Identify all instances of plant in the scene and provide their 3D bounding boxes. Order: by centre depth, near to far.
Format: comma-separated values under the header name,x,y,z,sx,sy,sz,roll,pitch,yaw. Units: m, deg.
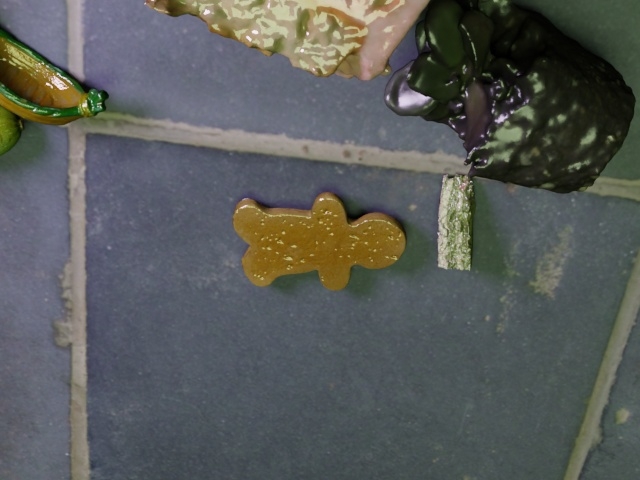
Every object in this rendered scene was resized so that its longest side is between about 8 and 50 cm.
name,x,y,z,sx,sy,sz,roll,pitch,yaw
plant,0.222,-0.178,1.336,0.276,0.188,0.199,25,121,-13

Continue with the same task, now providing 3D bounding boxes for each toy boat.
name,x,y,z,sx,sy,sz,roll,pitch,yaw
toy boat,-0.376,-0.215,1.403,0.229,0.089,0.088,32,134,-13

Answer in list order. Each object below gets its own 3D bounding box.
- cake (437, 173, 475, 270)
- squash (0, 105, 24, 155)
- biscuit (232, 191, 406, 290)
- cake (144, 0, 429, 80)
name,x,y,z,sx,sy,sz,roll,pitch,yaw
cake,0.185,-0.022,1.525,0.051,0.055,0.140,2,122,9
squash,-0.482,-0.139,1.464,0.188,0.095,0.095,-14,122,8
biscuit,0.000,-0.001,1.557,0.240,0.035,0.158,0,126,4
cake,-0.001,-0.360,1.166,0.293,0.314,0.307,24,112,-15
